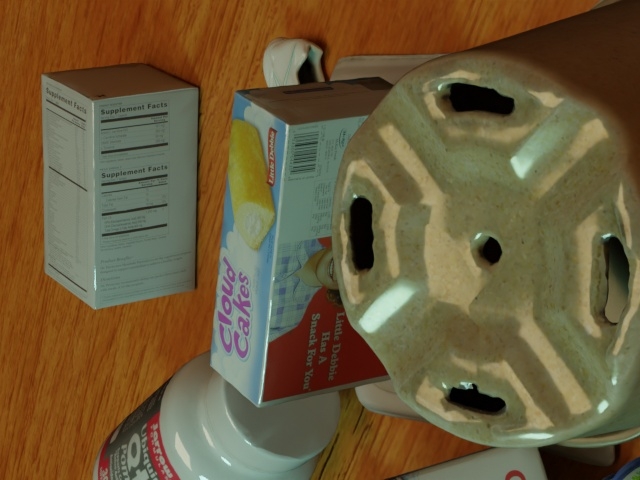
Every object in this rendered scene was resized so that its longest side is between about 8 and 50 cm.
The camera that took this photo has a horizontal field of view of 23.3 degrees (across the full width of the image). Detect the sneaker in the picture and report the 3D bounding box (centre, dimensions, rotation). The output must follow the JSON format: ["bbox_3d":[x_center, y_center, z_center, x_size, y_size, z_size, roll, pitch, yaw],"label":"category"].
[{"bbox_3d":[-0.022,-0.124,1.520,0.061,0.054,0.152,4,102,53],"label":"sneaker"}]

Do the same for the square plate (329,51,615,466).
[{"bbox_3d":[0.112,0.008,1.361,0.344,0.049,0.347,6,103,56],"label":"square plate"}]

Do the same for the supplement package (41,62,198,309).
[{"bbox_3d":[-0.229,-0.066,1.770,0.139,0.134,0.244,29,122,50],"label":"supplement package"}]

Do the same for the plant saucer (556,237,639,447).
[{"bbox_3d":[0.191,0.021,1.195,0.278,0.041,0.278,8,104,37],"label":"plant saucer"}]

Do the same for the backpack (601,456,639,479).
[{"bbox_3d":[0.247,0.215,1.165,0.084,0.105,0.114,32,122,47],"label":"backpack"}]

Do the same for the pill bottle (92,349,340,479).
[{"bbox_3d":[-0.107,0.216,1.628,0.318,0.176,0.176,-43,64,52],"label":"pill bottle"}]

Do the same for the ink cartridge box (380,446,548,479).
[{"bbox_3d":[0.063,0.294,1.264,0.197,0.270,0.198,102,152,-79],"label":"ink cartridge box"}]

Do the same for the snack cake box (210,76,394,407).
[{"bbox_3d":[0.000,0.000,1.344,0.089,0.152,0.264,35,125,48],"label":"snack cake box"}]

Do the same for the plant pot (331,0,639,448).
[{"bbox_3d":[0.184,-0.013,0.955,0.334,0.305,0.334,11,106,42],"label":"plant pot"}]
